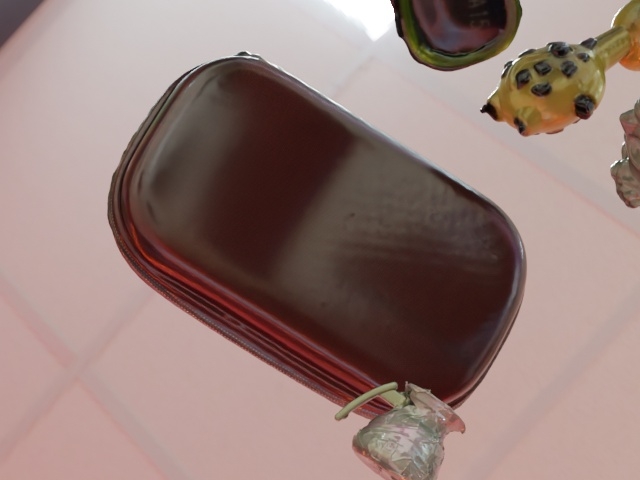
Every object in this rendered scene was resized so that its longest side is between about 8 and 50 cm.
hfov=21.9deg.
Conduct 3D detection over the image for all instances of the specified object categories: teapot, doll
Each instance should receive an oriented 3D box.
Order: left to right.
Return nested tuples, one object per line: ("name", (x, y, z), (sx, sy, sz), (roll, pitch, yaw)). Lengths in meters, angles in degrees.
("teapot", (0.054, 0.129, 1.127), (0.083, 0.064, 0.064), (36, -102, 9))
("doll", (0.283, -0.183, 1.603), (0.291, 0.086, 0.117), (-31, -132, -21))

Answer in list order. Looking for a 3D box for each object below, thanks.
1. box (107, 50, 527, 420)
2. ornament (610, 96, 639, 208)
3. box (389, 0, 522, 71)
("box", (0.000, 0.000, 1.568), (0.263, 0.404, 0.108), (-59, -175, -23))
("ornament", (0.306, -0.139, 1.299), (0.130, 0.285, 0.120), (11, -138, 13))
("box", (0.093, -0.220, 1.301), (0.097, 0.134, 0.345), (-19, -169, 5))
